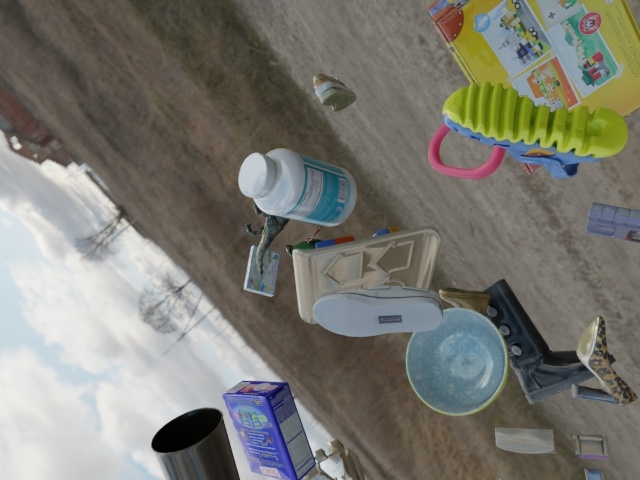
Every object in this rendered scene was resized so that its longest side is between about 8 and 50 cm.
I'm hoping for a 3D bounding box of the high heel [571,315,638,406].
[{"bbox_3d":[0.864,0.358,1.514,0.186,0.262,0.093,9,-171,2],"label":"high heel"}]

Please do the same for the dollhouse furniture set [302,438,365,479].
[{"bbox_3d":[-0.004,1.003,2.064,0.303,0.355,0.174,55,-170,-40],"label":"dollhouse furniture set"}]

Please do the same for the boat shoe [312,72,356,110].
[{"bbox_3d":[0.057,-0.578,1.982,0.103,0.113,0.302,60,-163,5],"label":"boat shoe"}]

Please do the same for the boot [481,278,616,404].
[{"bbox_3d":[0.783,0.330,1.879,0.367,0.146,0.446,-46,63,39],"label":"boot"}]

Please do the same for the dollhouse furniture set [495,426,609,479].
[{"bbox_3d":[0.579,0.640,1.279,0.286,0.304,0.198,-7,156,24],"label":"dollhouse furniture set"}]

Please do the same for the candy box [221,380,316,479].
[{"bbox_3d":[-0.182,0.663,1.798,0.268,0.122,0.318,-13,97,45],"label":"candy box"}]

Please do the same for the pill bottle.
[{"bbox_3d":[-0.050,-0.118,1.139,0.263,0.146,0.146,11,-162,-46],"label":"pill bottle"}]

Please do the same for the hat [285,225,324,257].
[{"bbox_3d":[0.000,0.000,1.743,0.172,0.184,0.208,28,-169,-23],"label":"hat"}]

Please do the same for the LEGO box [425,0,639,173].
[{"bbox_3d":[0.567,-0.485,1.308,0.500,0.372,0.193,48,-155,-23],"label":"LEGO box"}]

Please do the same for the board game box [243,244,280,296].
[{"bbox_3d":[-0.198,0.104,1.741,0.103,0.154,0.026,19,154,-26],"label":"board game box"}]

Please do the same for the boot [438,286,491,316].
[{"bbox_3d":[0.517,0.315,1.866,0.235,0.270,0.089,9,-178,-22],"label":"boot"}]

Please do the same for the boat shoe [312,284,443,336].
[{"bbox_3d":[0.120,0.136,1.074,0.088,0.267,0.096,-65,-34,-63],"label":"boat shoe"}]

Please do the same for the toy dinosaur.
[{"bbox_3d":[-0.153,-0.045,1.474,0.118,0.268,0.064,28,176,15],"label":"toy dinosaur"}]

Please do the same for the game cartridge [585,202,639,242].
[{"bbox_3d":[1.014,-0.046,1.704,0.230,0.068,0.355,19,-179,28],"label":"game cartridge"}]

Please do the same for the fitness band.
[{"bbox_3d":[0.480,-0.311,1.690,0.054,0.209,0.290,8,-172,-38],"label":"fitness band"}]

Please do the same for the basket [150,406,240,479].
[{"bbox_3d":[-0.244,0.497,1.075,0.204,0.154,0.227,-178,70,-73],"label":"basket"}]

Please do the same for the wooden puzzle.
[{"bbox_3d":[0.108,0.080,1.295,0.322,0.347,0.081,87,173,-52],"label":"wooden puzzle"}]

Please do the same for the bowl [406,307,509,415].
[{"bbox_3d":[0.403,0.350,1.447,0.289,0.290,0.156,36,-179,40],"label":"bowl"}]

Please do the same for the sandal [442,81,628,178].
[{"bbox_3d":[0.379,-0.193,0.954,0.317,0.126,0.138,22,158,14],"label":"sandal"}]
